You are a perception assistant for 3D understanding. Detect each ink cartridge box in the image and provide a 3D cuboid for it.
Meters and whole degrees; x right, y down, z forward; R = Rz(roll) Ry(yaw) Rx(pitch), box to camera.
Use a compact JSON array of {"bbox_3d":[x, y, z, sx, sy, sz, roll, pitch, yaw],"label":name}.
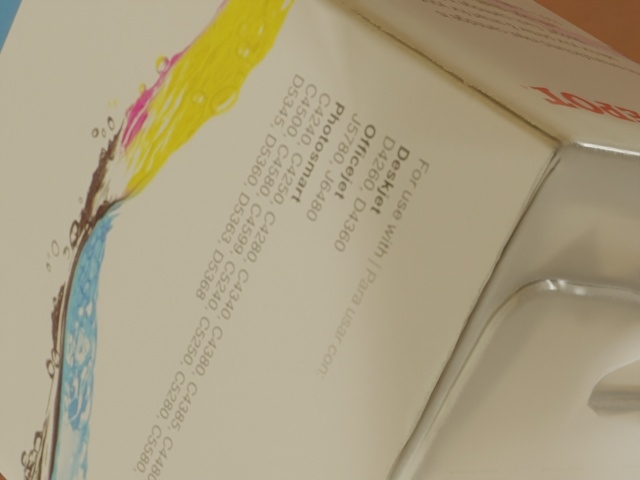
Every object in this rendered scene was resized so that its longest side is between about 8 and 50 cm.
[{"bbox_3d":[0.000,0.000,0.589,0.198,0.270,0.197,7,-66,-49],"label":"ink cartridge box"}]
